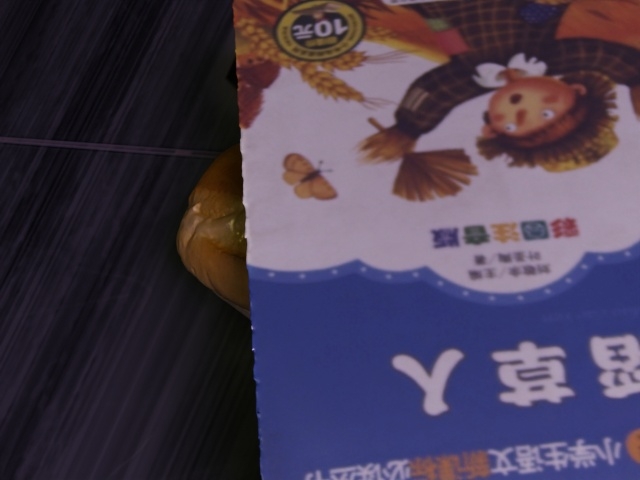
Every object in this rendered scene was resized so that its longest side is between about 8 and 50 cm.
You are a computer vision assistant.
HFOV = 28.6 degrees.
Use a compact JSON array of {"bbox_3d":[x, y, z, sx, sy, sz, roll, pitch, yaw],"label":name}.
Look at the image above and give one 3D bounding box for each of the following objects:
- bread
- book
[{"bbox_3d":[0.000,0.000,0.895,0.236,0.106,0.140,14,69,42],"label":"bread"},{"bbox_3d":[0.102,-0.019,0.780,0.300,0.039,0.428,-6,53,-1],"label":"book"}]
